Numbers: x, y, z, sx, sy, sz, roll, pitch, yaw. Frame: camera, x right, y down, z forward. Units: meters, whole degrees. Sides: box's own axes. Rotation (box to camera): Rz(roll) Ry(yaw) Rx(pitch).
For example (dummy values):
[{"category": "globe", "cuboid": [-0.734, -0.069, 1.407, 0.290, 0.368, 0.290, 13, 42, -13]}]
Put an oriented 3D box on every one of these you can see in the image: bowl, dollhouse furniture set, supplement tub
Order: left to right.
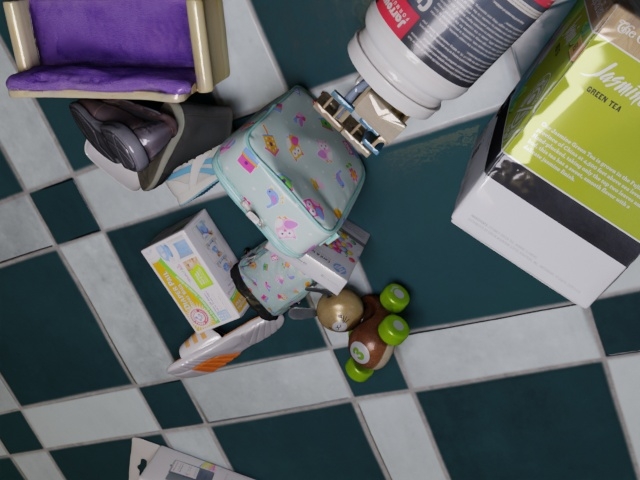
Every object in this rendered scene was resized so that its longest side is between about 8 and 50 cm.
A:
[{"category": "bowl", "cuboid": [-0.354, -0.180, 1.354, 0.142, 0.053, 0.142, 39, 122, -2]}, {"category": "dollhouse furniture set", "cuboid": [0.061, -0.205, 1.134, 0.129, 0.184, 0.129, 42, 121, -6]}, {"category": "supplement tub", "cuboid": [0.186, -0.325, 1.030, 0.191, 0.191, 0.272, 42, 120, -6]}]

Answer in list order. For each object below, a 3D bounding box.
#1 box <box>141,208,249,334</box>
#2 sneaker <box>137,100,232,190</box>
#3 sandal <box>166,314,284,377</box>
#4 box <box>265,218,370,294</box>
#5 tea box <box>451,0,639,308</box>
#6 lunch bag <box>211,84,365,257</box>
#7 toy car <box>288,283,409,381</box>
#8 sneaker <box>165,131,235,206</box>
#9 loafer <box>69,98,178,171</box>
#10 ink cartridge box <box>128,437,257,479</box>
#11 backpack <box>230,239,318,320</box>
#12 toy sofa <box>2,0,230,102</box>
[{"category": "box", "cuboid": [-0.230, 0.062, 1.409, 0.114, 0.103, 0.203, -24, 106, 26]}, {"category": "sneaker", "cuboid": [-0.234, -0.154, 1.246, 0.222, 0.118, 0.083, -41, 63, 49]}, {"category": "sandal", "cuboid": [-0.196, 0.195, 1.481, 0.265, 0.102, 0.076, -30, 61, 7]}, {"category": "box", "cuboid": [0.000, 0.000, 1.256, 0.145, 0.186, 0.038, 34, 121, 0]}, {"category": "tea box", "cuboid": [0.369, -0.148, 0.981, 0.220, 0.329, 0.324, 34, 120, -1]}, {"category": "lunch bag", "cuboid": [-0.039, -0.107, 1.161, 0.107, 0.279, 0.224, -30, 106, 32]}, {"category": "toy car", "cuboid": [0.043, 0.143, 1.316, 0.188, 0.149, 0.155, 23, 132, -14]}, {"category": "sneaker", "cuboid": [-0.195, -0.152, 1.302, 0.228, 0.087, 0.092, -32, 95, 25]}, {"category": "loafer", "cuboid": [-0.327, -0.188, 1.207, 0.302, 0.095, 0.109, 29, 149, 51]}, {"category": "ink cartridge box", "cuboid": [-0.316, 0.622, 1.710, 0.353, 0.119, 0.207, 17, 120, 9]}, {"category": "backpack", "cuboid": [-0.066, 0.058, 1.350, 0.182, 0.115, 0.152, -36, 98, 26]}, {"category": "toy sofa", "cuboid": [-0.346, -0.328, 1.208, 0.362, 0.177, 0.150, 5, 116, 16]}]
